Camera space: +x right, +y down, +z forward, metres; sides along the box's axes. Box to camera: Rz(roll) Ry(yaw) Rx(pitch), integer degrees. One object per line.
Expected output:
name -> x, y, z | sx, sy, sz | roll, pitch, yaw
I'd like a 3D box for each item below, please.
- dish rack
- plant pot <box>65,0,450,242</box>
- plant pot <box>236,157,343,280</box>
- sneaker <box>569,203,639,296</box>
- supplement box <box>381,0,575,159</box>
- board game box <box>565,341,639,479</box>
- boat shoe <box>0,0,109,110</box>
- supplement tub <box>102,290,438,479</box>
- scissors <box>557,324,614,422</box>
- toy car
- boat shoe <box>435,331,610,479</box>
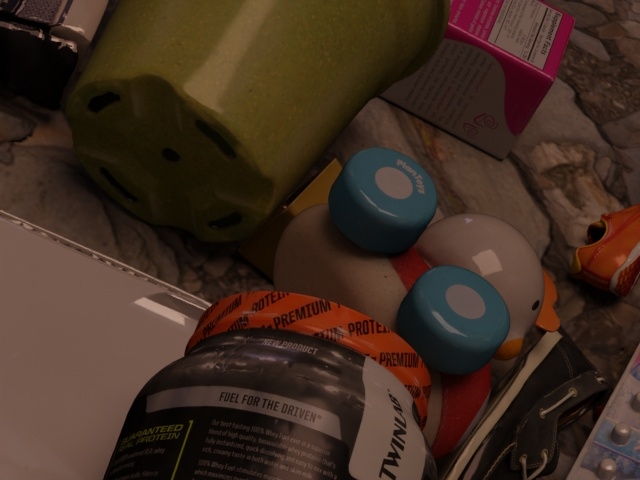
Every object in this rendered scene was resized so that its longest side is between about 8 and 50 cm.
dish rack -> -0.220, 0.089, 1.192 | 0.333, 0.072, 0.285 | 25, 44, -6
plant pot -> -0.068, -0.147, 1.365 | 0.276, 0.276, 0.254 | 29, 55, 0
plant pot -> 0.000, 0.000, 1.376 | 0.083, 0.081, 0.081 | 46, 45, -4
sneaker -> 0.285, -0.012, 1.542 | 0.067, 0.064, 0.175 | 27, 36, 23
supplement box -> 0.109, -0.190, 1.575 | 0.220, 0.111, 0.114 | 29, 44, -2
board game box -> 0.391, 0.211, 1.289 | 0.390, 0.050, 0.390 | 23, 51, 18
boat shoe -> -0.242, -0.272, 1.459 | 0.158, 0.127, 0.340 | 24, 44, -11
supplement tub -> -0.048, 0.212, 1.027 | 0.207, 0.207, 0.338 | 23, 58, -7
scissors -> 0.247, 0.135, 1.423 | 0.109, 0.021, 0.297 | -2, 51, -25
toy car -> 0.101, 0.057, 1.274 | 0.238, 0.219, 0.210 | -9, 56, -33
boat shoe -> 0.149, 0.156, 1.307 | 0.079, 0.084, 0.233 | 45, 46, 4
